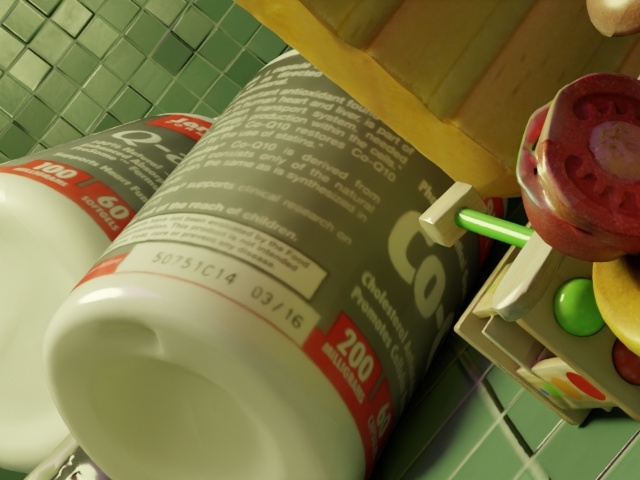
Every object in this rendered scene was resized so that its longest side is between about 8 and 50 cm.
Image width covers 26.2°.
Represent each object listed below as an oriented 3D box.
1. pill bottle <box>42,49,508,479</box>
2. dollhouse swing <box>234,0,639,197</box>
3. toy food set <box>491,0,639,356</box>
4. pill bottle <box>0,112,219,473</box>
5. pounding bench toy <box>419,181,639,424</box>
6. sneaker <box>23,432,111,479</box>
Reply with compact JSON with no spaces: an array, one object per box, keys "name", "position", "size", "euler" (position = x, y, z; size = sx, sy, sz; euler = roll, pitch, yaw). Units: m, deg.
[{"name":"pill bottle","position":[0.000,0.000,0.703],"size":[0.161,0.161,0.283],"euler":[-45,8,48]},{"name":"dollhouse swing","position":[0.106,-0.245,0.442],"size":[0.315,0.347,0.305],"euler":[-45,7,49]},{"name":"toy food set","position":[0.100,-0.038,0.301],"size":[0.128,0.071,0.218],"euler":[-50,21,-15]},{"name":"pill bottle","position":[-0.138,0.016,1.054],"size":[0.210,0.210,0.363],"euler":[-48,-8,28]},{"name":"pounding bench toy","position":[0.073,0.011,0.420],"size":[0.052,0.083,0.065],"euler":[-52,4,-14]},{"name":"sneaker","position":[-0.068,0.119,0.767],"size":[0.222,0.118,0.083],"euler":[-53,-37,-21]}]
